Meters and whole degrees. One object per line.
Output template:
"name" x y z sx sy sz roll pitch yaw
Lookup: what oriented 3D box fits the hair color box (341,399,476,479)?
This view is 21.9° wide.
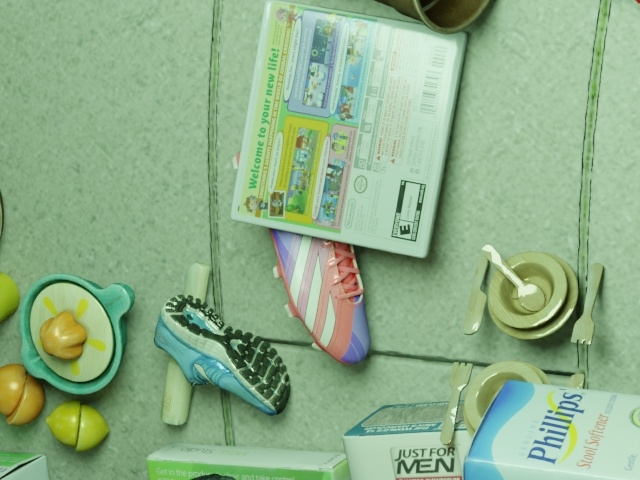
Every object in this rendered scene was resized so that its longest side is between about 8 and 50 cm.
"hair color box" 0.148 0.331 1.595 0.174 0.105 0.347 -7 101 29

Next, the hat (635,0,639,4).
"hat" 0.362 -0.174 1.376 0.173 0.183 0.208 -39 117 2

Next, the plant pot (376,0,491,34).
"plant pot" 0.060 -0.279 1.450 0.165 0.167 0.167 20 113 33

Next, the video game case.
"video game case" 0.025 -0.105 1.543 0.193 0.023 0.212 11 97 13

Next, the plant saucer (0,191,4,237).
"plant saucer" -0.416 -0.042 1.855 0.168 0.029 0.168 8 108 27

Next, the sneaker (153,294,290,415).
"sneaker" -0.102 0.125 1.703 0.162 0.063 0.073 39 129 3

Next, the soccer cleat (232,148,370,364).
"soccer cleat" 0.000 0.000 1.604 0.095 0.083 0.248 -24 89 28

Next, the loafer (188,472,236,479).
"loafer" -0.086 0.346 1.684 0.078 0.076 0.223 -14 93 40

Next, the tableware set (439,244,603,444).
"tableware set" 0.176 0.095 1.490 0.128 0.039 0.194 3 68 28

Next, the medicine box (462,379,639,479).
"medicine box" 0.271 0.275 1.349 0.289 0.149 0.263 5 113 18

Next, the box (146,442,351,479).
"box" -0.054 0.376 1.755 0.232 0.058 0.322 0 105 30

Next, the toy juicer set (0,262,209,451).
"toy juicer set" -0.257 0.134 1.779 0.329 0.089 0.209 -2 103 30

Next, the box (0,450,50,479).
"box" -0.440 0.367 1.928 0.262 0.127 0.231 -2 103 30
